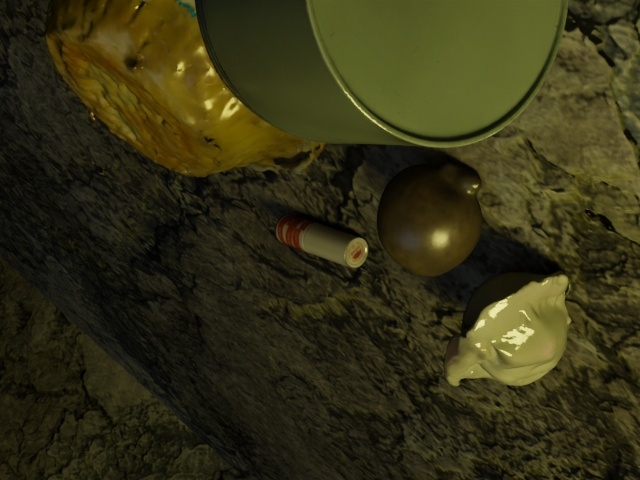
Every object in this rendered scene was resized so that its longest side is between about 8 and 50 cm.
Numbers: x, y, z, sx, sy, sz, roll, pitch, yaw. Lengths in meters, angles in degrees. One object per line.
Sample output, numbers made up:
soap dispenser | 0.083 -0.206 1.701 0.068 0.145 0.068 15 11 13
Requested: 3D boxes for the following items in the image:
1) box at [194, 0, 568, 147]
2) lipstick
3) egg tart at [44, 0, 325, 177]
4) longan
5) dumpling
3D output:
box | 0.042 -0.180 0.839 0.149 0.226 0.226 10 138 56
lipstick | 0.000 0.000 1.444 0.130 0.038 0.038 20 146 46
egg tart | -0.157 -0.195 1.250 0.388 0.169 0.388 35 159 16
longan | 0.108 -0.026 1.157 0.106 0.106 0.119 42 118 9
dumpling | 0.179 0.096 1.181 0.108 0.127 0.188 48 152 13
